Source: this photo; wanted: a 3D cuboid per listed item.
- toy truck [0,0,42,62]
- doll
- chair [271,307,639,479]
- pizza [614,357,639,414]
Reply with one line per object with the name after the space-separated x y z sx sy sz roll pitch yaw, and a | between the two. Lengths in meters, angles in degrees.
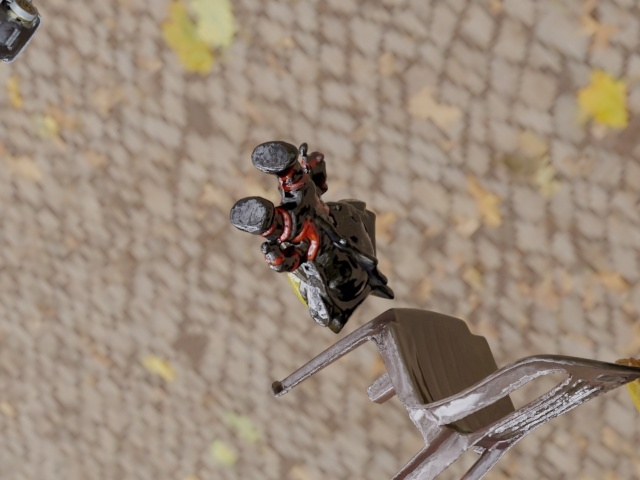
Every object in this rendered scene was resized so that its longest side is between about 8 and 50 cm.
-0.259 -0.176 1.374 0.123 0.063 0.052 26 115 -35 | toy truck
-0.002 -0.002 1.822 0.088 0.127 0.248 39 -179 37 | doll
0.140 0.133 1.871 0.326 0.175 0.183 -39 59 29 | chair
0.357 0.134 1.749 0.365 0.074 0.182 -140 41 -67 | pizza
